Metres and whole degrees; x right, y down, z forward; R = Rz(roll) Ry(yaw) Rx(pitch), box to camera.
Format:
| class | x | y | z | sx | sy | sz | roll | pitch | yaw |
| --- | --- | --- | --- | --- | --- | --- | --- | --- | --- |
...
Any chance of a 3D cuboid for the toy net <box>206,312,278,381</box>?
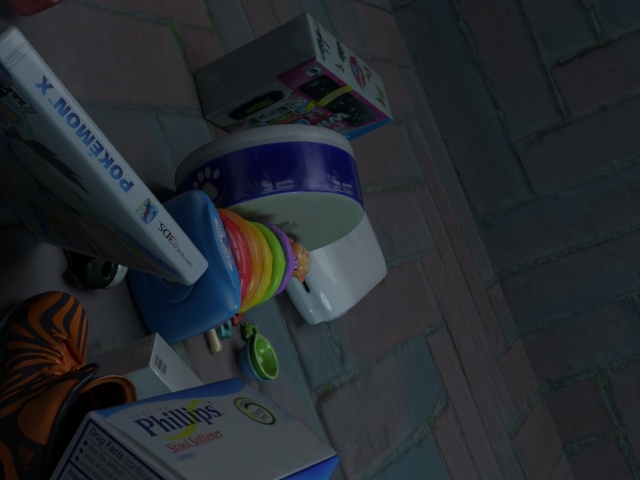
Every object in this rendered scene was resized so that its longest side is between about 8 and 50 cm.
| class | x | y | z | sx | sy | sz | roll | pitch | yaw |
| --- | --- | --- | --- | --- | --- | --- | --- | --- | --- |
| toy net | -0.137 | 0.107 | 1.632 | 0.232 | 0.045 | 0.122 | 50 | 28 | -39 |

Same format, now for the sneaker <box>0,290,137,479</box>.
| class | x | y | z | sx | sy | sz | roll | pitch | yaw |
| --- | --- | --- | --- | --- | --- | --- | --- | --- | --- |
| sneaker | -0.249 | 0.151 | 1.135 | 0.124 | 0.180 | 0.321 | 55 | 25 | -30 |

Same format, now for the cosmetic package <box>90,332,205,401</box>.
| class | x | y | z | sx | sy | sz | roll | pitch | yaw |
| --- | --- | --- | --- | --- | --- | --- | --- | --- | --- |
| cosmetic package | -0.171 | 0.218 | 1.374 | 0.239 | 0.099 | 0.060 | 54 | 23 | -33 |

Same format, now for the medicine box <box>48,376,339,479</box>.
| class | x | y | z | sx | sy | sz | roll | pitch | yaw |
| --- | --- | --- | --- | --- | --- | --- | --- | --- | --- |
| medicine box | -0.152 | 0.292 | 1.056 | 0.149 | 0.289 | 0.263 | 35 | 13 | 19 |

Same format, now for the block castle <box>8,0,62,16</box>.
| class | x | y | z | sx | sy | sz | roll | pitch | yaw |
| --- | --- | --- | --- | --- | --- | --- | --- | --- | --- |
| block castle | -0.395 | -0.507 | 1.327 | 0.303 | 0.213 | 0.453 | -10 | 91 | -74 |

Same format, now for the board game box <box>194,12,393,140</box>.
| class | x | y | z | sx | sy | sz | roll | pitch | yaw |
| --- | --- | --- | --- | --- | --- | --- | --- | --- | --- |
| board game box | -0.039 | -0.249 | 1.968 | 0.303 | 0.224 | 0.097 | 24 | 47 | -60 |

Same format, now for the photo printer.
| class | x | y | z | sx | sy | sz | roll | pitch | yaw |
| --- | --- | --- | --- | --- | --- | --- | --- | --- | --- |
| photo printer | 0.000 | 0.000 | 1.980 | 0.256 | 0.107 | 0.307 | 67 | 21 | -3 |

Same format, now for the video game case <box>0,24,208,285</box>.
| class | x | y | z | sx | sy | sz | roll | pitch | yaw |
| --- | --- | --- | --- | --- | --- | --- | --- | --- | --- |
| video game case | -0.291 | -0.088 | 1.141 | 0.036 | 0.329 | 0.300 | -51 | 125 | -22 |

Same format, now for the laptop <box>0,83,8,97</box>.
| class | x | y | z | sx | sy | sz | roll | pitch | yaw |
| --- | --- | --- | --- | --- | --- | --- | --- | --- | --- |
| laptop | -0.422 | -0.091 | 0.880 | 0.136 | 0.234 | 0.264 | 61 | 21 | -15 |

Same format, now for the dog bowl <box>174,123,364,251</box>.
| class | x | y | z | sx | sy | sz | roll | pitch | yaw |
| --- | --- | --- | --- | --- | --- | --- | --- | --- | --- |
| dog bowl | -0.073 | -0.062 | 1.648 | 0.265 | 0.265 | 0.104 | 27 | 47 | -59 |

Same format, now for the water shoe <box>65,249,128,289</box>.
| class | x | y | z | sx | sy | sz | roll | pitch | yaw |
| --- | --- | --- | --- | --- | --- | --- | --- | --- | --- |
| water shoe | -0.284 | -0.042 | 1.386 | 0.080 | 0.073 | 0.203 | 13 | 57 | -62 |

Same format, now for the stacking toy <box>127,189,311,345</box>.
| class | x | y | z | sx | sy | sz | roll | pitch | yaw |
| --- | --- | --- | --- | --- | --- | --- | --- | --- | --- |
| stacking toy | -0.101 | 0.032 | 1.552 | 0.302 | 0.166 | 0.175 | -1 | 69 | -55 |
